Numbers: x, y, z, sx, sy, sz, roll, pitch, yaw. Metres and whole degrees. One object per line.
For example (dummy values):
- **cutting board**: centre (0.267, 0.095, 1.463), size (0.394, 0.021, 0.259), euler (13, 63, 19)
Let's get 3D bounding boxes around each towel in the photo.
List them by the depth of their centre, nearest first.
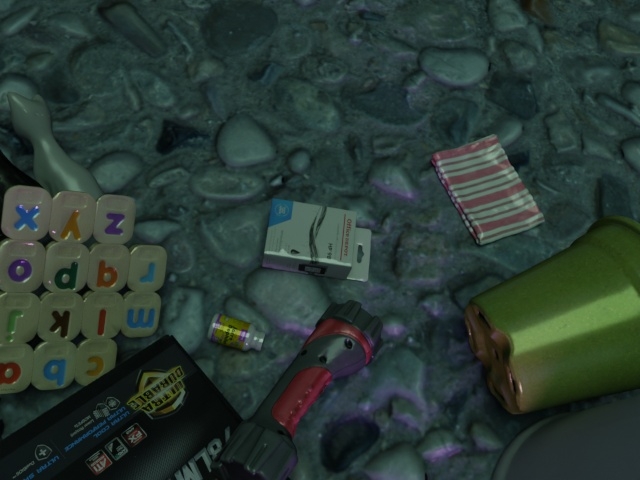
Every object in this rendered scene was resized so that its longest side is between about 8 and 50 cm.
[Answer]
- **towel**: centre (0.306, -0.096, 1.116), size (0.144, 0.029, 0.197), euler (-19, 70, -16)

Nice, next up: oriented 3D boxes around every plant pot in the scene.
- **plant pot**: centre (0.367, 0.133, 0.914), size (0.253, 0.276, 0.276), euler (-20, 70, -4)

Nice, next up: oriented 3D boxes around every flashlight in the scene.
- **flashlight**: centre (-0.015, 0.210, 0.837), size (0.103, 0.103, 0.304), euler (40, 45, 0)

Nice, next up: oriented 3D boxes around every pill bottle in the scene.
- **pill bottle**: centre (-0.127, 0.142, 0.929), size (0.083, 0.043, 0.044), euler (17, 64, -1)

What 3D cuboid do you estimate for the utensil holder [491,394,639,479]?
- **utensil holder**: centre (0.430, 0.348, 0.736), size (0.327, 0.385, 0.328), euler (4, 66, -8)

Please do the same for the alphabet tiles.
- **alphabet tiles**: centre (-0.352, 0.068, 0.832), size (0.284, 0.021, 0.278), euler (3, 100, -38)

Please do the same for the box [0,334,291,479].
- **box**: centre (-0.211, 0.305, 0.753), size (0.293, 0.073, 0.295), euler (47, 41, 10)

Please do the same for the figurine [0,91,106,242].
- **figurine**: centre (-0.428, -0.119, 0.887), size (0.092, 0.215, 0.210), euler (-22, 99, 15)

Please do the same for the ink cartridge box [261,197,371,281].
- **ink cartridge box**: centre (0.000, 0.000, 1.005), size (0.180, 0.060, 0.104), euler (9, 64, -5)
